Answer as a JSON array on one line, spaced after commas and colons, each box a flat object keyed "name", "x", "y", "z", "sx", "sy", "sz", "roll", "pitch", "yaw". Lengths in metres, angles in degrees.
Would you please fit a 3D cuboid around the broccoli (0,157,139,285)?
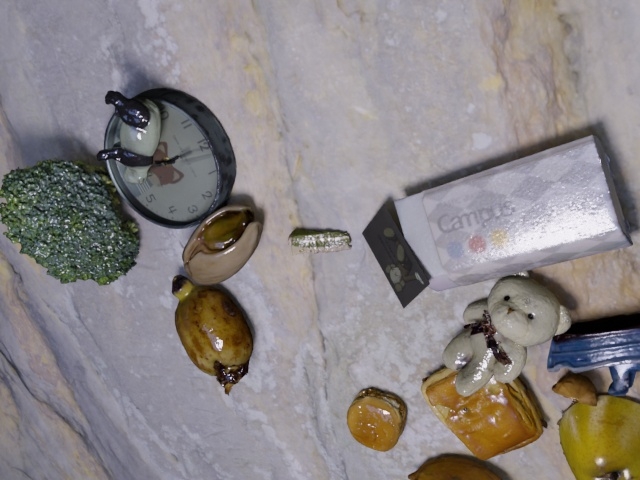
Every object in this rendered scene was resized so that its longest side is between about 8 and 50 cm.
[{"name": "broccoli", "x": -0.581, "y": -0.064, "z": 1.749, "sx": 0.249, "sy": 0.302, "sz": 0.375, "roll": -44, "pitch": 121, "yaw": 14}]

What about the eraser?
[{"name": "eraser", "x": 0.352, "y": -0.037, "z": 1.369, "sx": 0.396, "sy": 0.082, "sz": 0.213, "roll": -17, "pitch": 91, "yaw": 31}]

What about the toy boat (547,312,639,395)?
[{"name": "toy boat", "x": 0.581, "y": 0.218, "z": 1.377, "sx": 0.309, "sy": 0.129, "sz": 0.143, "roll": -13, "pitch": 95, "yaw": 29}]

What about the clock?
[{"name": "clock", "x": -0.348, "y": -0.180, "z": 1.655, "sx": 0.324, "sy": 0.067, "sz": 0.325, "roll": 11, "pitch": 119, "yaw": 21}]

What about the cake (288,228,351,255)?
[{"name": "cake", "x": 0.000, "y": 0.000, "z": 1.608, "sx": 0.139, "sy": 0.055, "sz": 0.051, "roll": -4, "pitch": 113, "yaw": 8}]

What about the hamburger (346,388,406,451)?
[{"name": "hamburger", "x": 0.131, "y": 0.426, "z": 1.730, "sx": 0.138, "sy": 0.083, "sz": 0.147, "roll": 21, "pitch": 119, "yaw": 20}]

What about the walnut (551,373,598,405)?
[{"name": "walnut", "x": 0.518, "y": 0.295, "z": 1.468, "sx": 0.091, "sy": 0.121, "sz": 0.052, "roll": 18, "pitch": 90, "yaw": 19}]

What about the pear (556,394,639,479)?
[{"name": "pear", "x": 0.597, "y": 0.464, "z": 1.473, "sx": 0.266, "sy": 0.178, "sz": 0.267, "roll": 14, "pitch": 124, "yaw": 22}]

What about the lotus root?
[{"name": "lotus root", "x": -0.262, "y": 0.215, "z": 1.775, "sx": 0.169, "sy": 0.141, "sz": 0.314, "roll": -27, "pitch": 92, "yaw": 31}]

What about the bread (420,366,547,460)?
[{"name": "bread", "x": 0.353, "y": 0.363, "z": 1.580, "sx": 0.210, "sy": 0.099, "sz": 0.235, "roll": -35, "pitch": 97, "yaw": 34}]

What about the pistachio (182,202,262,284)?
[{"name": "pistachio", "x": -0.221, "y": 0.012, "z": 1.647, "sx": 0.238, "sy": 0.153, "sz": 0.138, "roll": -44, "pitch": 72, "yaw": 37}]

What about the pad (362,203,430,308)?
[{"name": "pad", "x": 0.150, "y": 0.034, "z": 1.487, "sx": 0.190, "sy": 0.004, "sz": 0.127, "roll": 62, "pitch": 151, "yaw": 18}]

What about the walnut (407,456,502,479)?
[{"name": "walnut", "x": 0.319, "y": 0.573, "z": 1.692, "sx": 0.245, "sy": 0.137, "sz": 0.137, "roll": 4, "pitch": 117, "yaw": 34}]

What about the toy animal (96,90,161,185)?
[{"name": "toy animal", "x": -0.407, "y": -0.216, "z": 1.576, "sx": 0.121, "sy": 0.094, "sz": 0.225, "roll": 22, "pitch": 121, "yaw": 5}]

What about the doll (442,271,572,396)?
[{"name": "doll", "x": 0.344, "y": 0.191, "z": 1.444, "sx": 0.175, "sy": 0.149, "sz": 0.278, "roll": 47, "pitch": 117, "yaw": 20}]
